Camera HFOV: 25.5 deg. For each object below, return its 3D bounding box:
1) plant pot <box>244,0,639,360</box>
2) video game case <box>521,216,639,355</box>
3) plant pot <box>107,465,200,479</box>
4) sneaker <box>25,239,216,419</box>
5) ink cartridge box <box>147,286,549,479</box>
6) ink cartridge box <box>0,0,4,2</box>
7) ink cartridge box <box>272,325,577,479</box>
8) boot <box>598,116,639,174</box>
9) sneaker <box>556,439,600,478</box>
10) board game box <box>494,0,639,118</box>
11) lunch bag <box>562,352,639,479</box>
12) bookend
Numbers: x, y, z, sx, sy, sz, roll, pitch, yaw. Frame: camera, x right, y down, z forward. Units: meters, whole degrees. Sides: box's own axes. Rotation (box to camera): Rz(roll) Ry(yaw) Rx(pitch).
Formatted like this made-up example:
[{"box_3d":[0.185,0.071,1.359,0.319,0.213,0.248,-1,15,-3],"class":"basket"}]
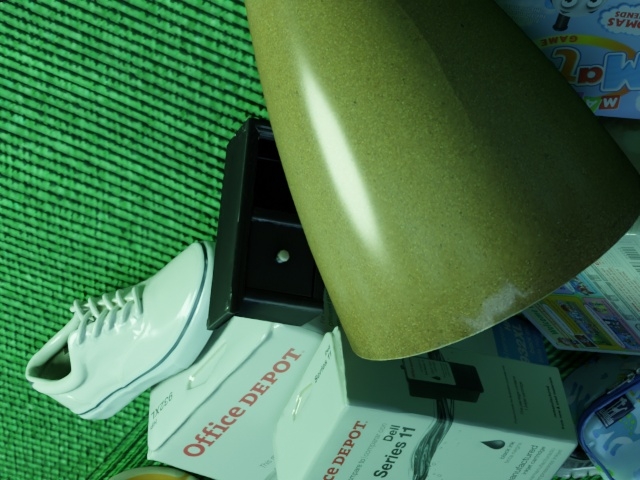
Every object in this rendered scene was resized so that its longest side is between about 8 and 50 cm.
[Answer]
[{"box_3d":[0.061,-0.086,0.976,0.237,0.237,0.254,-26,104,22],"class":"plant pot"},{"box_3d":[0.239,0.041,1.221,0.193,0.023,0.212,1,149,43],"class":"video game case"},{"box_3d":[-0.176,0.348,1.479,0.205,0.205,0.188,2,122,-7],"class":"plant pot"},{"box_3d":[-0.173,0.081,1.243,0.091,0.094,0.258,21,133,-31],"class":"sneaker"},{"box_3d":[0.027,0.137,1.295,0.307,0.129,0.223,23,130,-27],"class":"ink cartridge box"},{"box_3d":[-0.238,-0.186,0.895,0.371,0.176,0.069,-19,91,13],"class":"ink cartridge box"},{"box_3d":[0.082,0.165,1.173,0.208,0.087,0.153,12,131,-17],"class":"ink cartridge box"},{"box_3d":[0.321,0.001,1.192,0.295,0.104,0.211,4,137,-16],"class":"boot"},{"box_3d":[0.307,0.195,1.434,0.170,0.063,0.075,-11,141,12],"class":"sneaker"},{"box_3d":[0.202,-0.181,1.029,0.160,0.039,0.211,4,138,-9],"class":"board game box"},{"box_3d":[0.344,0.181,1.353,0.176,0.090,0.219,-33,116,4],"class":"lunch bag"},{"box_3d":[0.000,0.000,1.114,0.156,0.157,0.072,11,163,-15],"class":"bookend"}]
